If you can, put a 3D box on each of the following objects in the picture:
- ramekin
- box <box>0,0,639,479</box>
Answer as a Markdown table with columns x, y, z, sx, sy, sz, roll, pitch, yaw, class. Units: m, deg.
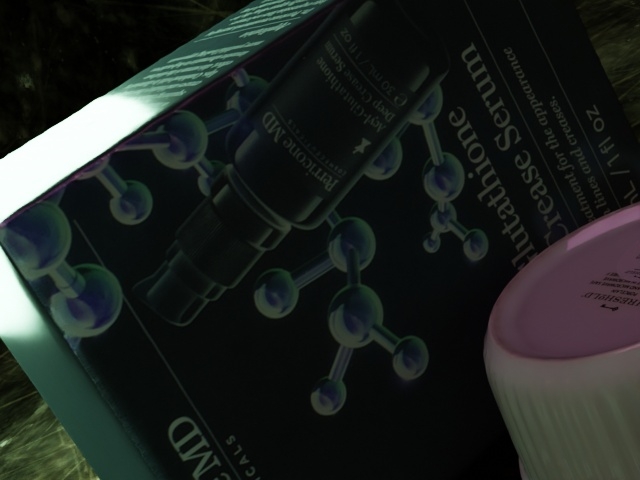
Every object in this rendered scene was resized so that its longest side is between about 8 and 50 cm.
| x | y | z | sx | sy | sz | roll | pitch | yaw | class |
| --- | --- | --- | --- | --- | --- | --- | --- | --- | --- |
| 0.187 | 0.059 | 0.669 | 0.207 | 0.109 | 0.207 | -27 | 17 | 9 | ramekin |
| 0.000 | 0.000 | 0.819 | 0.395 | 0.293 | 0.212 | -37 | 19 | -21 | box |
